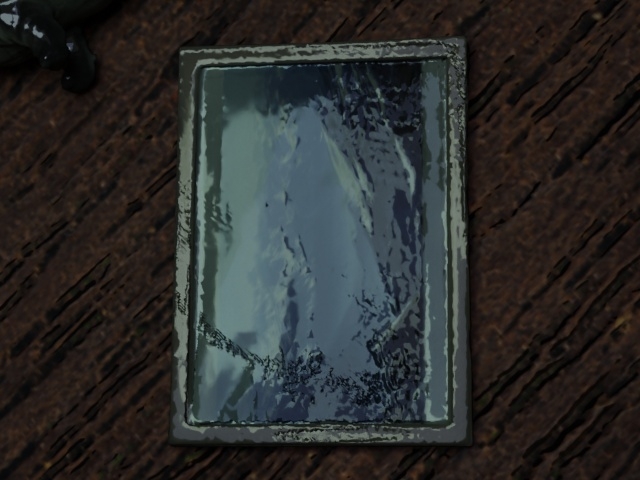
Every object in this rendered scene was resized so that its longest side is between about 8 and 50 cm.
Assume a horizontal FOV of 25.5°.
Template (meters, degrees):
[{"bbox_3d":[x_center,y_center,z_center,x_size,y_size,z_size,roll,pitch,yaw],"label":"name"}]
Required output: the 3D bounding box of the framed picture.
[{"bbox_3d":[0.000,0.000,1.148,0.247,0.022,0.335,-1,79,9],"label":"framed picture"}]

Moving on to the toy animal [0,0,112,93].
[{"bbox_3d":[-0.263,-0.199,1.189,0.343,0.106,0.168,-26,77,7],"label":"toy animal"}]
